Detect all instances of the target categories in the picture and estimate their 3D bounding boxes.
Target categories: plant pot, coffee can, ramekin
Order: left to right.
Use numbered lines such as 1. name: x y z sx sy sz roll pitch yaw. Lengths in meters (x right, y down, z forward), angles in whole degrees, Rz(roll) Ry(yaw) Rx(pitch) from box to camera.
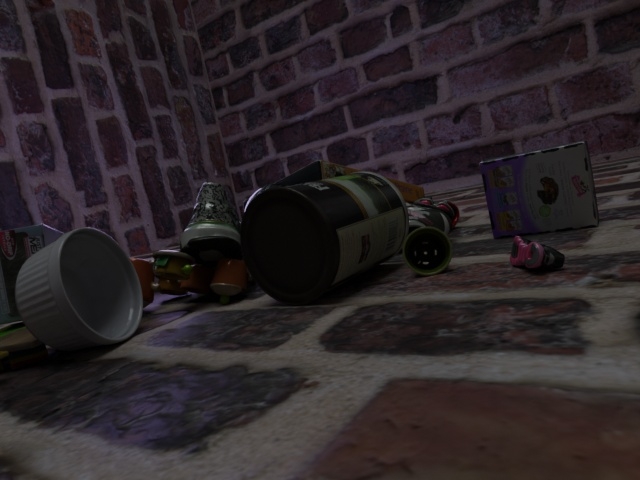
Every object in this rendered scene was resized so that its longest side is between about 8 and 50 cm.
1. ramekin: -0.414 0.091 0.838 0.109 0.207 0.207 -21 5 11
2. coffee can: 0.017 -0.016 0.912 0.201 0.201 0.275 -8 7 37
3. plant pot: 0.188 0.021 0.863 0.083 0.083 0.079 -11 -7 8

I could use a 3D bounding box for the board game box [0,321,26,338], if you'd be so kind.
1. board game box: -0.615 0.201 0.936 0.092 0.043 0.181 -11 7 8

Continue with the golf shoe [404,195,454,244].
1. golf shoe: 0.168 -0.049 1.136 0.273 0.105 0.120 8 42 30

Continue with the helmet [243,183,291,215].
1. helmet: -0.091 -0.043 1.074 0.169 0.169 0.161 -7 1 40

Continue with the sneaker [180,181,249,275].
1. sneaker: -0.240 -0.016 1.163 0.158 0.182 0.410 4 -16 -11

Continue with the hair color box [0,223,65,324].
1. hair color box: -0.638 0.082 1.137 0.113 0.185 0.374 -11 -3 -16

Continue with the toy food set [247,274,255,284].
1. toy food set: -0.168 0.091 1.136 0.122 0.019 0.078 -12 6 13

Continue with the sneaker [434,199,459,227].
1. sneaker: 0.243 -0.050 1.268 0.270 0.090 0.145 -14 4 -36

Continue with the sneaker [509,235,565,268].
1. sneaker: 0.327 0.022 0.735 0.057 0.047 0.119 7 9 1

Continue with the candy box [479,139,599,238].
1. candy box: 0.442 -0.100 0.984 0.196 0.165 0.070 -8 9 34

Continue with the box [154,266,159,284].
1. box: -0.496 0.098 1.537 0.232 0.058 0.322 -11 7 15

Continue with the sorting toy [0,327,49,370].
1. sorting toy: -0.513 0.187 0.844 0.132 0.046 0.274 -11 6 7

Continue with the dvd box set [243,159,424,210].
1. dvd box set: 0.046 -0.103 1.338 0.420 0.062 0.307 6 -21 -45

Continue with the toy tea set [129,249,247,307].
1. toy tea set: -0.307 0.107 1.036 0.336 0.124 0.200 -11 -24 41
